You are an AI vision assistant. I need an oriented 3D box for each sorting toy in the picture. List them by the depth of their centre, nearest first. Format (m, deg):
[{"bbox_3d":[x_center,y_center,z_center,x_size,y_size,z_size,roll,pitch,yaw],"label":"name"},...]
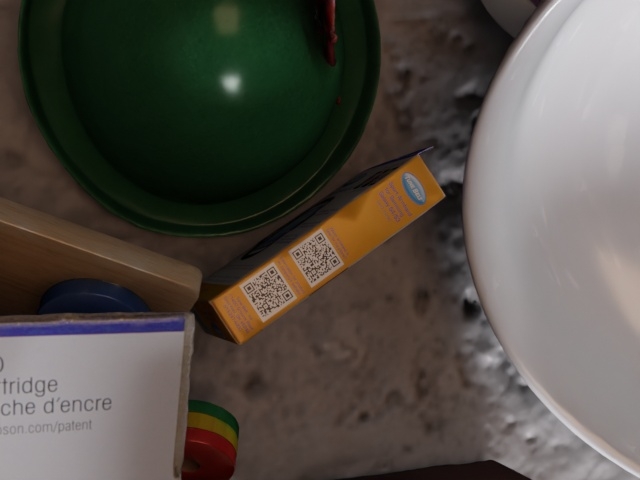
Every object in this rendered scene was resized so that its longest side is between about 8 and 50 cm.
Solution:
[{"bbox_3d":[-0.144,0.042,0.382,0.274,0.132,0.046,21,43,-19],"label":"sorting toy"}]

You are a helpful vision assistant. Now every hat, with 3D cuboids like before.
[{"bbox_3d":[-0.025,-0.066,0.364,0.173,0.183,0.208,-29,119,-10],"label":"hat"}]

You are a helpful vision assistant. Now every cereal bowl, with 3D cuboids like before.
[{"bbox_3d":[0.250,-0.027,0.452,0.339,0.339,0.141,58,36,-12],"label":"cereal bowl"}]

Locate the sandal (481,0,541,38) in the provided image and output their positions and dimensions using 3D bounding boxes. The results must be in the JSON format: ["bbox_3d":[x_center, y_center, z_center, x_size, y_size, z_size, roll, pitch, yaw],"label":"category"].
[{"bbox_3d":[0.259,-0.247,0.530,0.416,0.102,0.169,-43,105,-14],"label":"sandal"}]

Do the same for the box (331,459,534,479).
[{"bbox_3d":[0.035,0.212,0.431,0.203,0.167,0.168,-2,92,-20],"label":"box"}]

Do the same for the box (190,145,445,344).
[{"bbox_3d":[0.000,0.000,0.457,0.136,0.081,0.028,-33,98,-15],"label":"box"}]

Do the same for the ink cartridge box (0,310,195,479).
[{"bbox_3d":[-0.209,0.162,0.359,0.303,0.072,0.307,1,106,-18],"label":"ink cartridge box"}]
